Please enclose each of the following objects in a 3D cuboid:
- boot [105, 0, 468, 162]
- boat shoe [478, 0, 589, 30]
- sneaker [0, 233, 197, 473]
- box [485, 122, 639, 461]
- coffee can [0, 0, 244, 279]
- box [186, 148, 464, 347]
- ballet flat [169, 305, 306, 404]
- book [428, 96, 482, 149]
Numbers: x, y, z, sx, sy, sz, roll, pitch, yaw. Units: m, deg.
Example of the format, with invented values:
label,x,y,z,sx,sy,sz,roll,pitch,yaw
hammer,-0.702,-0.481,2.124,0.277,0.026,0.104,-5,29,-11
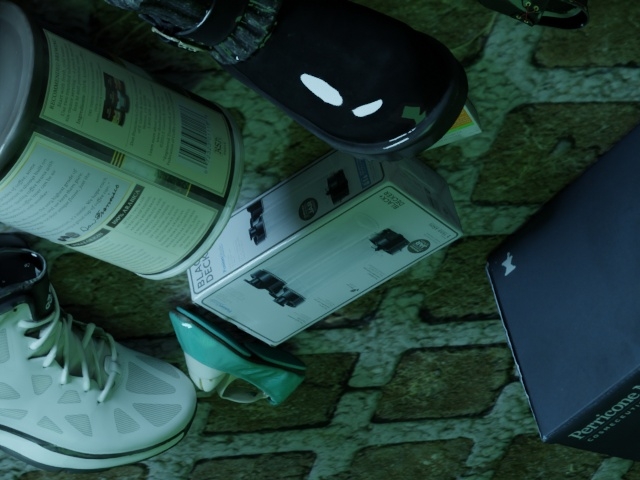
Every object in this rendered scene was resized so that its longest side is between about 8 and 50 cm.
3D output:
label,x,y,z,sx,sy,sz,roll,pitch,yaw
boot,-0.055,-0.203,1.586,0.260,0.348,0.131,36,82,-50
boat shoe,0.223,-0.250,1.845,0.133,0.042,0.049,6,142,-24
sneaker,-0.314,0.135,2.067,0.447,0.169,0.257,11,140,-28
box,0.552,0.050,2.166,0.471,0.297,0.480,17,134,-34
coffee can,-0.242,-0.093,1.750,0.201,0.201,0.275,-37,139,28
box,0.000,0.000,2.067,0.290,0.087,0.169,-33,141,23
ballet flat,-0.115,0.160,2.236,0.247,0.083,0.087,28,95,-46
book,0.108,-0.153,1.945,0.096,0.035,0.144,-22,144,15
